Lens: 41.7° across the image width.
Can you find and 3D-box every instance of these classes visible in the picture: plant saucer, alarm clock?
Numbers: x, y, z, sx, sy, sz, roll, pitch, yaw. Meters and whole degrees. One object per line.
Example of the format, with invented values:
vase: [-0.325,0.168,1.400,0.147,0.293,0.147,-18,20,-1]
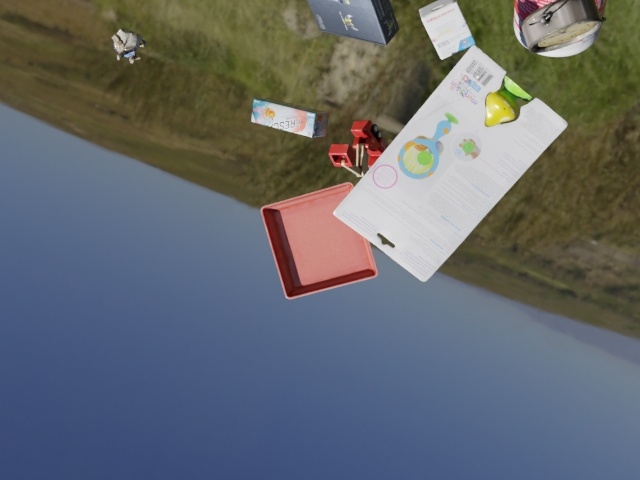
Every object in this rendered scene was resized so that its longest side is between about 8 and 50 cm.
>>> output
plant saucer: [0.000,0.000,2.222,0.259,0.258,0.048,-15,-176,13]
alarm clock: [0.404,-0.374,1.438,0.129,0.064,0.192,-21,176,36]

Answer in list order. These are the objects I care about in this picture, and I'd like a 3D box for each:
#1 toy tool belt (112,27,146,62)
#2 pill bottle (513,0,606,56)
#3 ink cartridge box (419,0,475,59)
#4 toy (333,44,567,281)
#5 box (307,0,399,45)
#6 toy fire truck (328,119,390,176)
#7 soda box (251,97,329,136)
toy tool belt: [-0.319,-0.316,1.384,0.052,0.051,0.083,21,-179,-4]
pill bottle: [0.598,-0.670,2.066,0.229,0.229,0.407,24,155,23]
ink cartridge box: [0.293,-0.496,1.947,0.122,0.088,0.052,54,-158,-38]
toy: [0.141,-0.085,0.938,0.137,0.237,0.056,37,-160,-11]
box: [0.044,-0.510,1.690,0.183,0.059,0.232,22,156,35]
toy fire truck: [0.096,-0.191,1.873,0.047,0.135,0.192,3,153,33]
soda box: [-0.073,-0.291,1.987,0.183,0.058,0.063,18,-161,30]
